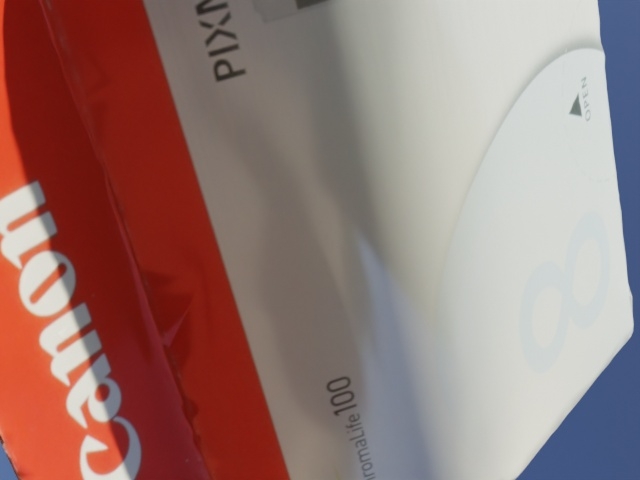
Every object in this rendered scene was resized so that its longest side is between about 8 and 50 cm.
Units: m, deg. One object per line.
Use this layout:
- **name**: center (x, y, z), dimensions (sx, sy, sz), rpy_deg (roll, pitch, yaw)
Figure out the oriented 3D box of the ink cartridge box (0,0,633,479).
- **ink cartridge box**: center (0.000, 0.000, 0.377), dimensions (0.091, 0.385, 0.308), rpy_deg (8, -57, 39)
